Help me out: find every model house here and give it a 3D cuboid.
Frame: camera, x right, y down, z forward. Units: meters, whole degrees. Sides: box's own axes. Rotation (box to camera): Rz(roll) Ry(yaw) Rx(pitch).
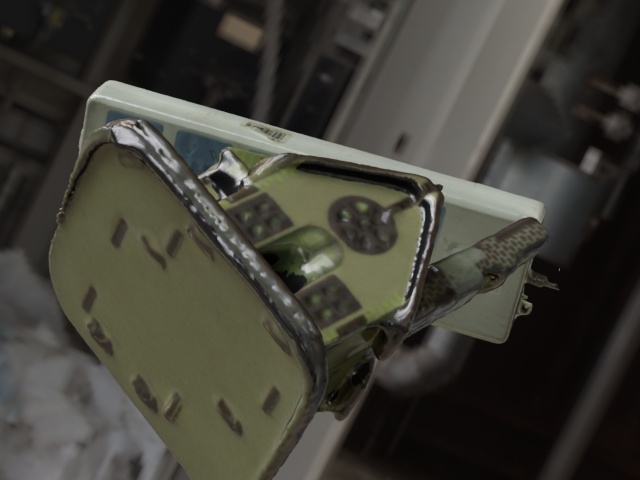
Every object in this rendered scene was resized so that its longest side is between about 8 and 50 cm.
[{"bbox_3d":[0.000,0.000,1.185,0.279,0.205,0.218,-29,71,-37],"label":"model house"}]

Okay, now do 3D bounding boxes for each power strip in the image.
[{"bbox_3d":[-0.006,-0.019,1.315,0.367,0.106,0.043,16,27,7],"label":"power strip"}]
